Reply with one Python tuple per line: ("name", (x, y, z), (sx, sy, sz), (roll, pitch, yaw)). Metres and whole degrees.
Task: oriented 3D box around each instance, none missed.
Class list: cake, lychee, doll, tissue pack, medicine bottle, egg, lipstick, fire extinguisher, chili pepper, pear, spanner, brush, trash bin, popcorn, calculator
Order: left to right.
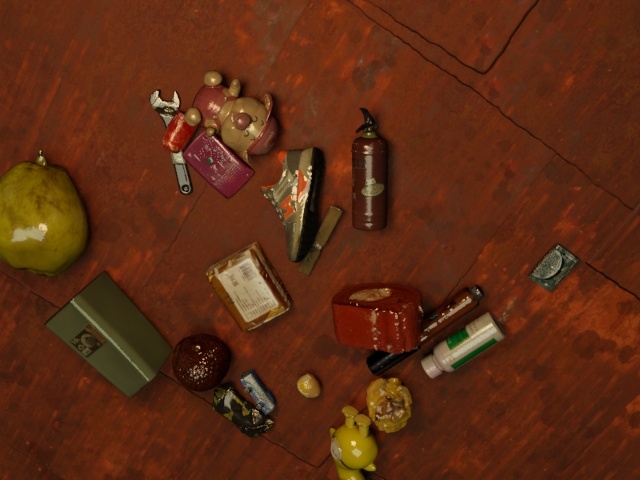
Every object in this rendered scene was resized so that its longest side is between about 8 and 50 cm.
("pear", (-0.830, -0.078, 1.861), (0.287, 0.287, 0.376), (5, 94, 6))
("trash bin", (-0.643, 0.292, 1.975), (0.158, 0.223, 0.343), (-40, 100, 17))
("spanner", (-0.424, -0.287, 1.860), (0.087, 0.024, 0.316), (-10, 107, 3))
("chili pepper", (-0.407, -0.307, 1.809), (0.070, 0.073, 0.123), (36, 100, 15))
("lychee", (-0.373, 0.388, 1.991), (0.194, 0.194, 0.195), (2, 108, 7))
("calculator", (-0.303, -0.223, 1.852), (0.190, 0.034, 0.126), (43, 110, -12))
("doll", (-0.231, -0.340, 1.750), (0.255, 0.152, 0.196), (30, 122, -7))
("tissue pack", (-0.219, 0.146, 1.936), (0.183, 0.092, 0.226), (-28, 103, 15))
("egg", (-0.035, 0.468, 2.027), (0.071, 0.071, 0.083), (-32, 102, 16))
("brush", (0.000, 0.000, 1.892), (0.043, 0.036, 0.248), (28, 116, 3))
("doll", (0.105, 0.698, 2.063), (0.199, 0.145, 0.363), (29, 127, 40))
("fire extinguisher", (0.130, -0.198, 1.753), (0.102, 0.138, 0.344), (8, 111, 27))
("cake", (0.173, 0.221, 1.853), (0.282, 0.177, 0.151), (2, 107, 29))
("popcorn", (0.215, 0.509, 1.972), (0.148, 0.152, 0.167), (-26, 78, 14))
("lipstick", (0.314, 0.271, 1.914), (0.418, 0.077, 0.077), (-39, 99, 16))
("medicine bottle", (0.426, 0.321, 1.905), (0.260, 0.095, 0.095), (-38, 100, 15))

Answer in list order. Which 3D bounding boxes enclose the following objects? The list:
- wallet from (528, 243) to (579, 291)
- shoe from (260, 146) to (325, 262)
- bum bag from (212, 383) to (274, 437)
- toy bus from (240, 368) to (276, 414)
("wallet", (0.674, 0.081, 1.828), (0.088, 0.026, 0.129), (35, 109, -5))
("shoe", (-0.097, -0.108, 1.816), (0.170, 0.132, 0.337), (11, 101, 17))
("bum bag", (-0.266, 0.568, 2.096), (0.232, 0.060, 0.107), (42, 99, -9))
("toy bus", (-0.203, 0.495, 2.070), (0.061, 0.051, 0.153), (-33, 101, 10))
